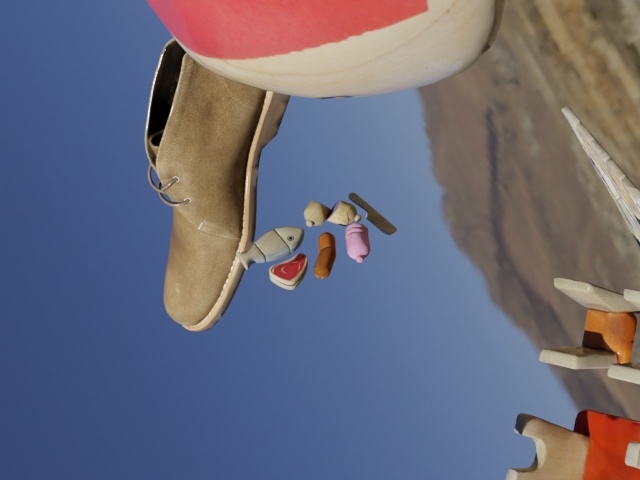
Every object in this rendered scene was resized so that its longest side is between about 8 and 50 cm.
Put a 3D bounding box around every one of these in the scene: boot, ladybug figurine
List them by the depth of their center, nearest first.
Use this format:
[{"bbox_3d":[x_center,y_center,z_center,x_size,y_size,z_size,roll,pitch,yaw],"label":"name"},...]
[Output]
[{"bbox_3d":[-0.061,-0.242,0.710,0.449,0.162,0.305,61,171,-33],"label":"ladybug figurine"},{"bbox_3d":[-0.119,-0.055,1.365,0.115,0.305,0.112,-4,-152,-36],"label":"boot"}]

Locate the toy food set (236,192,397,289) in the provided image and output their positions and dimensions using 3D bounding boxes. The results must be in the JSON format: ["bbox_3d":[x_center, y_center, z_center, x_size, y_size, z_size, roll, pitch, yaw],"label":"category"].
[{"bbox_3d":[0.000,0.000,1.216,0.078,0.122,0.019,41,151,29],"label":"toy food set"}]

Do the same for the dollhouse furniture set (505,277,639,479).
[{"bbox_3d":[0.255,0.175,1.028,0.135,0.262,0.259,12,178,-31],"label":"dollhouse furniture set"}]

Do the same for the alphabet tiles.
[{"bbox_3d":[0.271,0.010,1.190,0.198,0.009,0.237,56,-173,-25],"label":"alphabet tiles"}]
